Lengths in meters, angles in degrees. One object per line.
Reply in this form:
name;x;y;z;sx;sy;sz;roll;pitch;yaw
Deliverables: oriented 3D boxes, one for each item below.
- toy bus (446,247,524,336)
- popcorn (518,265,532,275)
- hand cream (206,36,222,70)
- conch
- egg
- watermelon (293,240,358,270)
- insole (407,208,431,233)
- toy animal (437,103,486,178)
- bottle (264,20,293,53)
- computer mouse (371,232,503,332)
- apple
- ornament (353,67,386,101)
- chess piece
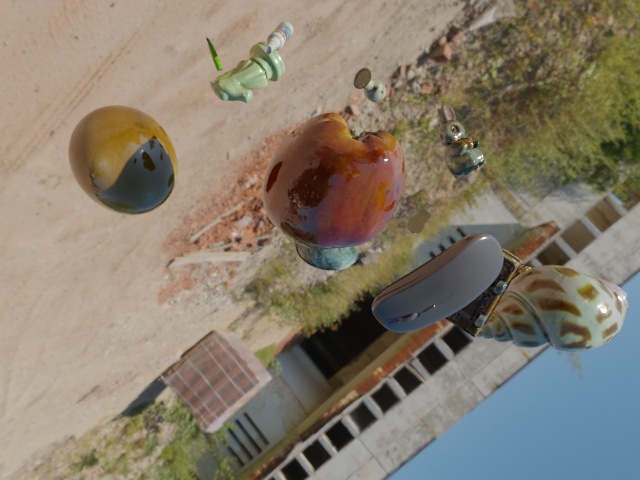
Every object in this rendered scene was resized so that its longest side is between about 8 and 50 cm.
toy bus;0.371;0.105;1.198;0.114;0.098;0.201;-19;136;-53
popcorn;0.911;0.157;2.329;0.083;0.082;0.057;-30;161;29
hand cream;-0.384;-0.671;1.896;0.023;0.122;0.036;-21;-177;10
conch;0.595;0.192;1.374;0.368;0.249;0.197;-25;173;29
egg;-0.552;-0.220;1.498;0.282;0.282;0.351;-38;155;-22
watermelon;0.001;-0.003;2.237;0.188;0.322;0.175;-46;164;-21
insole;0.258;-0.051;1.367;0.135;0.045;0.002;-40;167;-51
toy animal;0.456;-0.342;1.804;0.127;0.251;0.125;-31;-178;9
bottle;-0.145;-0.671;1.758;0.060;0.060;0.217;-48;-167;39
computer mouse;0.194;0.075;0.855;0.232;0.057;0.120;-33;130;9
apple;0.036;-0.139;1.325;0.328;0.295;0.365;-18;151;-32
ornament;0.170;-0.510;1.753;0.156;0.081;0.075;17;95;-62
chess piece;-0.300;-0.668;2.164;0.298;0.176;0.176;-45;173;-19
